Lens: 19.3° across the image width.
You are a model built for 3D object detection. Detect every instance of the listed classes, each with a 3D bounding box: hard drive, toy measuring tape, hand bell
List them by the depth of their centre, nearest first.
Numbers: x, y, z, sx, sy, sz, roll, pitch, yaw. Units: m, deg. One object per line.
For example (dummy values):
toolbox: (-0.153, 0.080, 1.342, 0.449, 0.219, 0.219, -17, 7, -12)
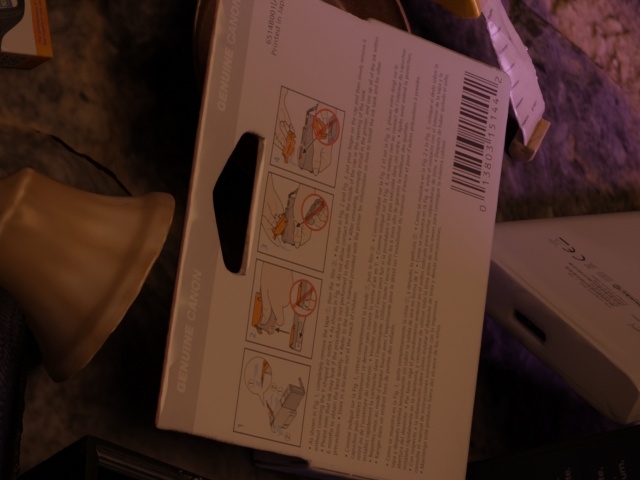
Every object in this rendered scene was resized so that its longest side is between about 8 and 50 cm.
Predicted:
hand bell: (-0.214, -0.035, 1.041, 0.242, 0.126, 0.126, 33, 54, -17)
toy measuring tape: (0.075, -0.193, 1.380, 0.121, 0.121, 0.330, -61, 140, -38)
hard drive: (0.253, 0.047, 1.400, 0.307, 0.040, 0.203, -4, 36, -45)

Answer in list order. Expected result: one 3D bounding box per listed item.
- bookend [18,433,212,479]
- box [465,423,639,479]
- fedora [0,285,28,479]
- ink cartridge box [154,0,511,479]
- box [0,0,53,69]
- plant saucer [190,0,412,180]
bookend: (-0.093, 0.212, 1.052, 0.156, 0.072, 0.157, 27, 47, -34)
box: (0.317, 0.207, 1.235, 0.293, 0.395, 0.212, -3, 77, -44)
fedora: (-0.227, 0.177, 0.875, 0.152, 0.334, 0.334, 6, 67, -6)
ink cartridge box: (0.000, 0.000, 1.205, 0.261, 0.066, 0.296, 18, 74, -38)
box: (-0.223, -0.148, 1.107, 0.136, 0.028, 0.081, 2, 74, -45)
plant saucer: (-0.017, -0.118, 1.273, 0.198, 0.036, 0.198, 7, 79, -41)
